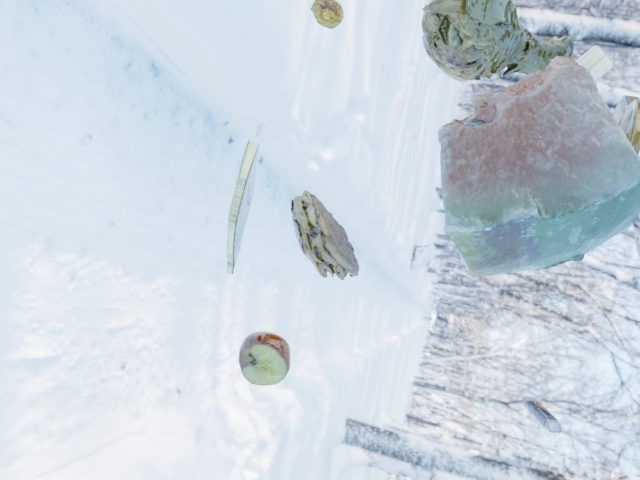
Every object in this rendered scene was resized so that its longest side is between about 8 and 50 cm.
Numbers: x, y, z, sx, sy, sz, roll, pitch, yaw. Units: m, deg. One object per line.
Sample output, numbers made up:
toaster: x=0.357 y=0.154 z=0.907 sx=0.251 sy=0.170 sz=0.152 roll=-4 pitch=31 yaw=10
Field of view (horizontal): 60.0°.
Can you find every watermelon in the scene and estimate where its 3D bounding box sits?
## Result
watermelon: x=0.293 y=-0.092 z=0.785 sx=0.151 sy=0.264 sz=0.302 roll=-19 pitch=90 yaw=-79

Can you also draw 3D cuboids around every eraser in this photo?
eraser: x=0.395 y=0.309 z=0.990 sx=0.099 sy=0.027 sz=0.019 roll=-124 pitch=-135 yaw=-74

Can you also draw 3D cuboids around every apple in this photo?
apple: x=-0.193 y=0.400 z=1.903 sx=0.160 sy=0.173 sz=0.195 roll=-122 pitch=-133 yaw=-63

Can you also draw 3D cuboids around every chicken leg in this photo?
chicken leg: x=0.362 y=-0.395 z=1.092 sx=0.153 sy=0.429 sz=0.201 roll=59 pitch=-46 yaw=39

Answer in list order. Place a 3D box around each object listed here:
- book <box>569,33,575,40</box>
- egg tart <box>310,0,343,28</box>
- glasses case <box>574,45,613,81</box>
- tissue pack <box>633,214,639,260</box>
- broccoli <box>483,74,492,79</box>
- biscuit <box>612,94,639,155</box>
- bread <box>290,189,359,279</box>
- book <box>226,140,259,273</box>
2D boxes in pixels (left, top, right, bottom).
book: x=0.639 y=-0.480 z=1.548 sx=0.181 sy=0.014 sz=0.127 roll=-38 pitch=148 yaw=-15
egg tart: x=0.021 y=-0.839 z=2.046 sx=0.052 sy=0.130 sz=0.130 roll=152 pitch=-46 yaw=-68
glasses case: x=0.559 y=-0.341 z=1.347 sx=0.313 sy=0.070 sz=0.131 roll=-39 pitch=179 yaw=-12
tissue pack: x=1.203 y=0.033 z=1.924 sx=0.344 sy=0.125 sz=0.242 roll=50 pitch=18 yaw=-42
broccoli: x=0.420 y=-0.516 z=1.557 sx=0.118 sy=0.204 sz=0.122 roll=-44 pitch=-137 yaw=34
biscuit: x=0.807 y=-0.271 z=1.519 sx=0.344 sy=0.057 sz=0.287 roll=42 pitch=68 yaw=-78
bread: x=0.000 y=0.000 z=2.139 sx=0.324 sy=0.167 sz=0.277 roll=46 pitch=16 yaw=-43
book: x=-0.256 y=-0.112 z=1.794 sx=0.260 sy=0.043 sz=0.371 roll=103 pitch=-5 yaw=-48
